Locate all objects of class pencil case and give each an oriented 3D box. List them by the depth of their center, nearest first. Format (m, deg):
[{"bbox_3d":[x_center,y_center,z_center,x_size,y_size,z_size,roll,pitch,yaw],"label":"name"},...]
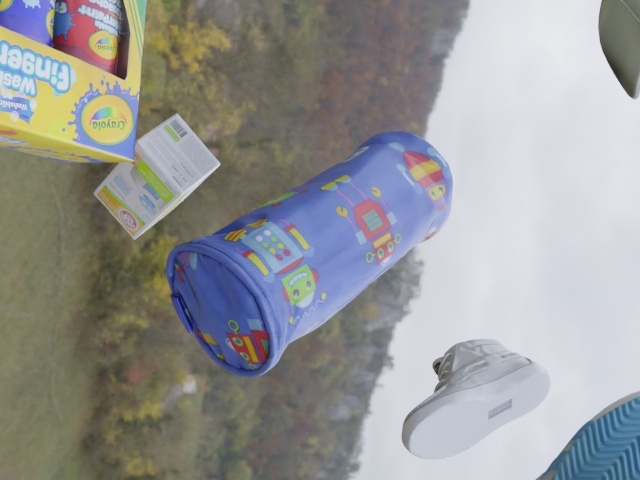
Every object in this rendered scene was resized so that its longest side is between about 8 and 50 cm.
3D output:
[{"bbox_3d":[0.000,0.000,0.726,0.306,0.133,0.119,-34,106,-46],"label":"pencil case"}]

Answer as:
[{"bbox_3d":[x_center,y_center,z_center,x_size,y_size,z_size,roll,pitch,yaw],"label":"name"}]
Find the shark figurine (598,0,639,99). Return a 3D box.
[{"bbox_3d":[0.183,-0.077,0.312,0.116,0.278,0.166,-37,-157,11],"label":"shark figurine"}]

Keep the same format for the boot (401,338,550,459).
[{"bbox_3d":[0.191,0.214,1.146,0.123,0.258,0.095,34,-51,48],"label":"boot"}]

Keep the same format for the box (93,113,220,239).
[{"bbox_3d":[-0.280,-0.103,1.382,0.203,0.114,0.103,-32,-170,49],"label":"box"}]

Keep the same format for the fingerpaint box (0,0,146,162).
[{"bbox_3d":[-0.429,-0.322,1.102,0.445,0.163,0.371,13,80,-65],"label":"fingerpaint box"}]

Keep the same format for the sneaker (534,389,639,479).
[{"bbox_3d":[0.222,0.203,0.677,0.229,0.087,0.092,-50,172,13],"label":"sneaker"}]
